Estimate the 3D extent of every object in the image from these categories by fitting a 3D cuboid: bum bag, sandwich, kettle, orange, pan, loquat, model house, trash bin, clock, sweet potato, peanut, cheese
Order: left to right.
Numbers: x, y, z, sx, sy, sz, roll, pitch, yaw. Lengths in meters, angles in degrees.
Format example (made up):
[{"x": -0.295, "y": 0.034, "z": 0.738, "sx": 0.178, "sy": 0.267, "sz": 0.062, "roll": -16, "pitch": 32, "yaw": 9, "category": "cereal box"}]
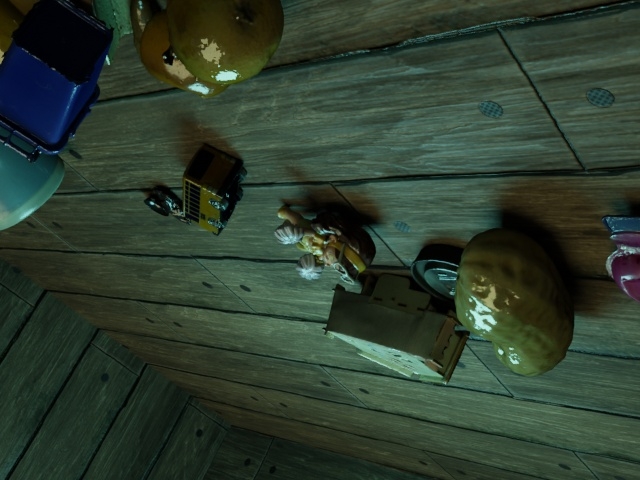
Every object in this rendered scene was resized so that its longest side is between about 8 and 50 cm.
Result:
[{"x": -0.793, "y": -0.237, "z": 1.971, "sx": 0.319, "sy": 0.247, "sz": 0.342, "roll": 39, "pitch": 165, "yaw": 52, "category": "kettle"}, {"x": -0.420, "y": -0.249, "z": 1.324, "sx": 0.162, "sy": 0.184, "sz": 0.234, "roll": 33, "pitch": 149, "yaw": -16, "category": "trash bin"}, {"x": -0.358, "y": -0.375, "z": 1.350, "sx": 0.220, "sy": 0.108, "sz": 0.186, "roll": 1, "pitch": 145, "yaw": 41, "category": "sandwich"}, {"x": -0.274, "y": -0.338, "z": 1.405, "sx": 0.068, "sy": 0.060, "sz": 0.206, "roll": -13, "pitch": 150, "yaw": -2, "category": "sweet potato"}, {"x": -0.384, "y": -0.090, "z": 2.040, "sx": 0.068, "sy": 0.023, "sz": 0.115, "roll": 29, "pitch": 165, "yaw": 2, "category": "pan"}, {"x": -0.341, "y": -0.078, "z": 2.018, "sx": 0.058, "sy": 0.034, "sz": 0.124, "roll": 23, "pitch": 161, "yaw": 52, "category": "bum bag"}, {"x": -0.197, "y": -0.294, "z": 1.333, "sx": 0.156, "sy": 0.134, "sz": 0.156, "roll": 27, "pitch": -162, "yaw": -10, "category": "orange"}, {"x": -0.127, "y": -0.305, "z": 1.187, "sx": 0.204, "sy": 0.172, "sz": 0.149, "roll": -36, "pitch": 146, "yaw": 18, "category": "loquat"}, {"x": 0.198, "y": 0.203, "z": 1.891, "sx": 0.326, "sy": 0.169, "sz": 0.244, "roll": 10, "pitch": 159, "yaw": 43, "category": "model house"}, {"x": 0.266, "y": 0.073, "z": 1.684, "sx": 0.184, "sy": 0.040, "sz": 0.184, "roll": 22, "pitch": 156, "yaw": 10, "category": "clock"}, {"x": 0.344, "y": 0.123, "z": 1.532, "sx": 0.192, "sy": 0.170, "sz": 0.387, "roll": -16, "pitch": 138, "yaw": 21, "category": "peanut"}, {"x": 0.505, "y": 0.034, "z": 1.332, "sx": 0.155, "sy": 0.062, "sz": 0.244, "roll": 2, "pitch": 145, "yaw": 43, "category": "cheese"}]

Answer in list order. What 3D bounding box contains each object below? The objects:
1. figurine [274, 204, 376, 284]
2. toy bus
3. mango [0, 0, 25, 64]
[{"x": 0.002, "y": 0.000, "z": 1.722, "sx": 0.240, "sy": 0.116, "sz": 0.175, "roll": 17, "pitch": 153, "yaw": 36, "category": "figurine"}, {"x": -0.226, "y": -0.099, "z": 1.778, "sx": 0.114, "sy": 0.098, "sz": 0.201, "roll": 27, "pitch": 156, "yaw": 3, "category": "toy bus"}, {"x": -0.579, "y": -0.382, "z": 1.528, "sx": 0.175, "sy": 0.139, "sz": 0.254, "roll": -6, "pitch": 134, "yaw": 41, "category": "mango"}]
